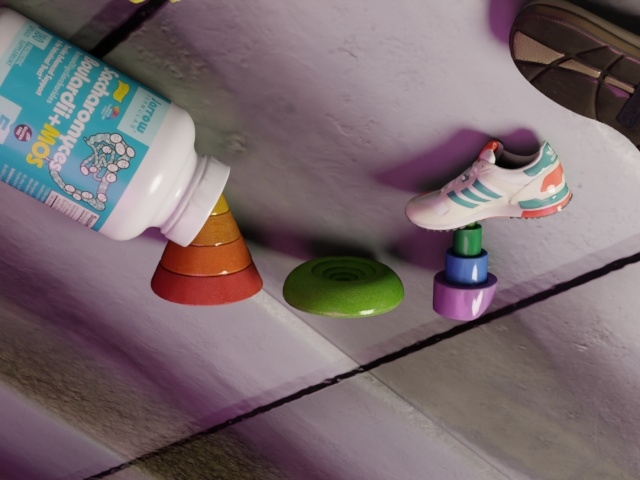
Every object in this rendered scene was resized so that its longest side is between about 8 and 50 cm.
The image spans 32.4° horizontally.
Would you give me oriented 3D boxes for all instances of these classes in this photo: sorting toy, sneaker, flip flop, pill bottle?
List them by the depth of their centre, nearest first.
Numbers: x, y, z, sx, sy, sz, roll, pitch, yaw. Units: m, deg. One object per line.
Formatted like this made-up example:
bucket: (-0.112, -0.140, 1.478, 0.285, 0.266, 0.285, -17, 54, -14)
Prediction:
flip flop: (0.282, -0.117, 0.900, 0.277, 0.080, 0.112, 33, 145, 5)
sneaker: (0.151, -0.057, 1.035, 0.161, 0.057, 0.075, -6, 118, 28)
pill bottle: (-0.222, -0.096, 1.046, 0.264, 0.146, 0.146, 29, 139, -14)
sorting toy: (0.000, 0.000, 1.136, 0.365, 0.127, 0.126, 4, 109, 12)

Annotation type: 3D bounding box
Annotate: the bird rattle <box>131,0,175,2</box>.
bird rattle: (-0.180, -0.279, 0.782, 0.207, 0.143, 0.253, -18, 147, -7)
